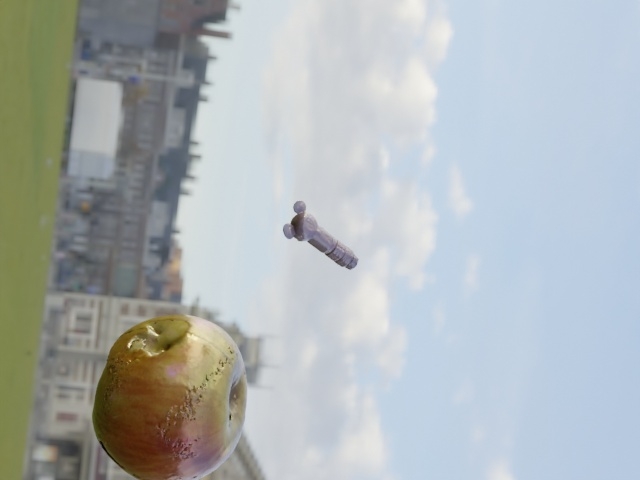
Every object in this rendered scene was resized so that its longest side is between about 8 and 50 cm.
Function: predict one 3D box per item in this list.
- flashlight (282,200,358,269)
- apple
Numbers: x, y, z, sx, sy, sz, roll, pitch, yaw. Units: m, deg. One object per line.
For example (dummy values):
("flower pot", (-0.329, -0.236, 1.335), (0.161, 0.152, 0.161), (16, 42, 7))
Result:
("flashlight", (0.000, 0.000, 1.667), (0.031, 0.110, 0.052), (-10, -131, 53))
("apple", (-0.132, 0.137, 1.198), (0.146, 0.146, 0.147), (-174, -90, -80))
